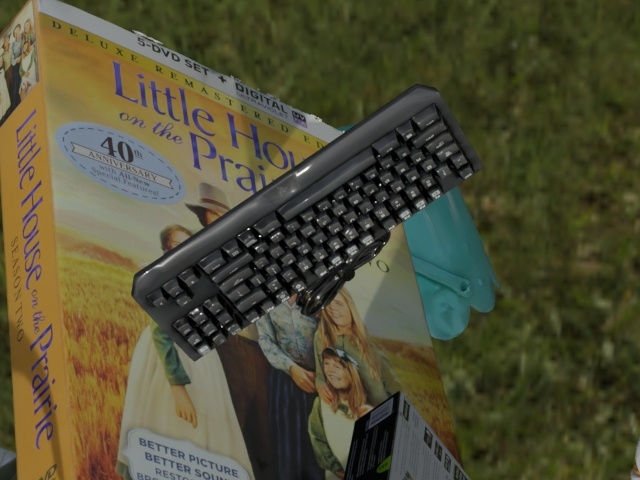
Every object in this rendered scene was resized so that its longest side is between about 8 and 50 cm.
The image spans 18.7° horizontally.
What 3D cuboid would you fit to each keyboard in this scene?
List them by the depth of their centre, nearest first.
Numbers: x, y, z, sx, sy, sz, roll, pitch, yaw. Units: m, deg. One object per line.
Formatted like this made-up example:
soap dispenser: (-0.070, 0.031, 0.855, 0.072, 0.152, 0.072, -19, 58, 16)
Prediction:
keyboard: (0.000, 0.000, 0.983, 0.180, 0.108, 0.023, -33, 56, 3)

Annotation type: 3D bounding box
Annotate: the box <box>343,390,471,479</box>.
box: (0.057, 0.169, 1.042, 0.036, 0.114, 0.207, -35, 10, 14)

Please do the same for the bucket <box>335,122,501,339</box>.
bucket: (0.026, 0.003, 1.956, 0.281, 0.183, 0.281, -17, 17, 5)

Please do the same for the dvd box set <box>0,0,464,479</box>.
dvd box set: (-0.053, 0.053, 1.213, 0.308, 0.062, 0.420, 24, 37, -31)

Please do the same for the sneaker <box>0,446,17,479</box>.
sneaker: (-0.301, 0.189, 1.620, 0.061, 0.152, 0.053, 28, 87, 11)

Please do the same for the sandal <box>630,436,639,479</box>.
sandal: (0.349, 0.162, 1.704, 0.102, 0.265, 0.076, -25, 88, -21)
